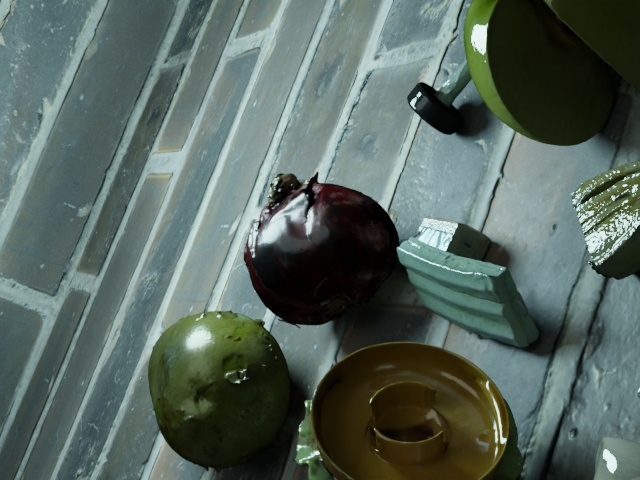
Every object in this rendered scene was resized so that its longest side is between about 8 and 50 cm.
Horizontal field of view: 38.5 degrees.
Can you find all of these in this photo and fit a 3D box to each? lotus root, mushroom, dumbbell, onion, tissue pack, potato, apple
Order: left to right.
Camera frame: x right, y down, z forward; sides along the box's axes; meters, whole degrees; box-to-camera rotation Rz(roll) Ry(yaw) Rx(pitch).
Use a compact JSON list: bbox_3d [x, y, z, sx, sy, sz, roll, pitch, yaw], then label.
[{"bbox_3d":[-0.194,0.241,1.634,0.359,0.219,0.270,31,101,62],"label":"potato"},{"bbox_3d":[0.005,0.018,1.500,0.281,0.221,0.281,-9,79,49],"label":"onion"},{"bbox_3d":[0.193,0.002,1.362,0.094,0.074,0.059,16,84,62],"label":"tissue pack"},{"bbox_3d":[0.234,-0.271,1.478,0.191,0.100,0.100,-51,33,22],"label":"dumbbell"},{"bbox_3d":[0.328,-0.269,1.183,0.292,0.254,0.292,-38,34,33],"label":"apple"},{"bbox_3d":[0.383,-0.032,1.100,0.144,0.070,0.143,-41,31,41],"label":"lotus root"},{"bbox_3d":[0.351,0.264,0.906,0.212,0.088,0.097,27,101,54],"label":"mushroom"}]

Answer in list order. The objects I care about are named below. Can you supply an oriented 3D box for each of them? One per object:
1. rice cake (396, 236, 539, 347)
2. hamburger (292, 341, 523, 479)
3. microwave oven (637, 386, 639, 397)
[{"bbox_3d":[0.198,0.071,1.268,0.043,0.127,0.237,-35,23,-18],"label":"rice cake"},{"bbox_3d":[0.106,0.279,1.119,0.274,0.274,0.212,-109,13,-51],"label":"hamburger"},{"bbox_3d":[0.429,0.092,0.876,0.163,0.129,0.205,16,81,61],"label":"microwave oven"}]
